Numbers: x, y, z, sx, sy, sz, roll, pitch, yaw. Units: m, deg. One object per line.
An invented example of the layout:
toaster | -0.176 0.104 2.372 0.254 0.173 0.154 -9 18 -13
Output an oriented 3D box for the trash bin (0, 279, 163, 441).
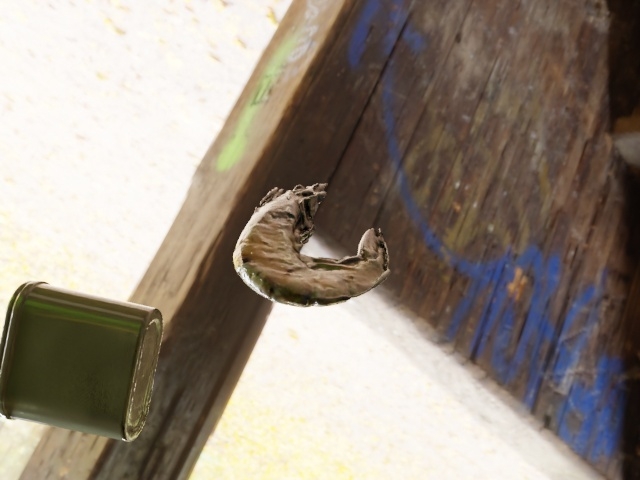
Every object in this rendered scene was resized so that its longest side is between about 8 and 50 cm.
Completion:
trash bin | -0.411 0.204 1.468 0.247 0.243 0.121 9 177 11

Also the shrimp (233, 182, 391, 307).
shrimp | 0.000 0.000 1.312 0.233 0.365 0.071 12 118 7
